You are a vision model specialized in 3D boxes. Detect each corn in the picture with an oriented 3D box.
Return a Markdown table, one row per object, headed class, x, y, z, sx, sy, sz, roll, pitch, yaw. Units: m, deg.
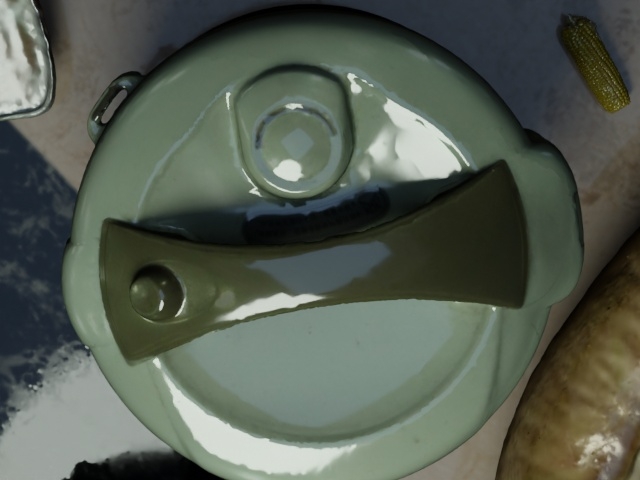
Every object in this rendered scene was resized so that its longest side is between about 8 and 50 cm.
| class | x | y | z | sx | sy | sz | roll | pitch | yaw |
| --- | --- | --- | --- | --- | --- | --- | --- | --- | --- |
| corn | 0.207 | -0.135 | 1.443 | 0.028 | 0.027 | 0.083 | -30 | 100 | 9 |

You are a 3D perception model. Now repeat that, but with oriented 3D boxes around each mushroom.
| class | x | y | z | sx | sy | sz | roll | pitch | yaw |
| --- | --- | --- | --- | --- | --- | --- | --- | --- | --- |
| mushroom | 0.259 | 0.124 | 1.411 | 0.313 | 0.224 | 0.397 | -6 | 91 | 14 |

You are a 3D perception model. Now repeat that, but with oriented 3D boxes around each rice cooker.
| class | x | y | z | sx | sy | sz | roll | pitch | yaw |
| --- | --- | --- | --- | --- | --- | --- | --- | --- | --- |
| rice cooker | 0.000 | 0.000 | 1.305 | 0.335 | 0.325 | 0.335 | 0 | 97 | -1 |

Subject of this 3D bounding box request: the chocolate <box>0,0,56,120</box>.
| class | x | y | z | sx | sy | sz | roll | pitch | yaw |
| --- | --- | --- | --- | --- | --- | --- | --- | --- | --- |
| chocolate | -0.323 | -0.147 | 1.401 | 0.254 | 0.080 | 0.157 | -14 | 113 | 2 |
